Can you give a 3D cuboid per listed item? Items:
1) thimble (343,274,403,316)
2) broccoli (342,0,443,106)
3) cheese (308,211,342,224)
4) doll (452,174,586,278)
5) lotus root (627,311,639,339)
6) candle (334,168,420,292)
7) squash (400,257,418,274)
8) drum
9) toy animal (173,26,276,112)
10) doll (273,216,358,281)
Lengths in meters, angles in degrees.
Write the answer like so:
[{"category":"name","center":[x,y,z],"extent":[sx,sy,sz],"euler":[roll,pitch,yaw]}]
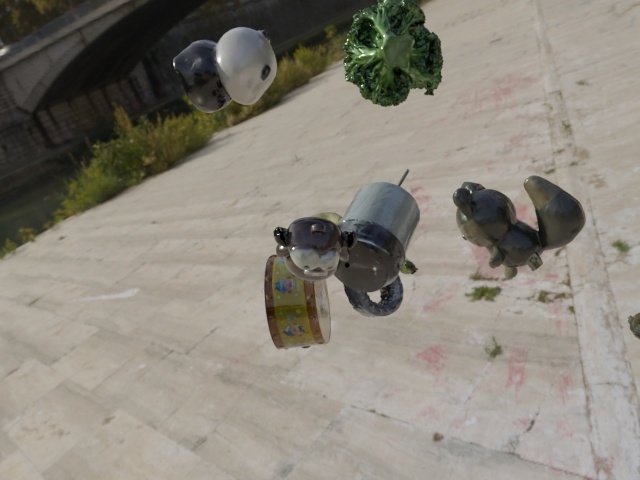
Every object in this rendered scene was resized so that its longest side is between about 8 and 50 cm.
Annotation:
[{"category":"thimble","center":[0.208,0.201,2.086],"extent":[0.205,0.236,0.172],"euler":[-56,13,-21]},{"category":"broccoli","center":[0.184,-0.479,1.300],"extent":[0.261,0.269,0.242],"euler":[5,21,6]},{"category":"cheese","center":[0.000,0.000,1.697],"extent":[0.213,0.117,0.226],"euler":[-26,29,-13]},{"category":"doll","center":[0.654,-0.096,1.761],"extent":[0.378,0.382,0.252],"euler":[-40,5,24]},{"category":"lotus root","center":[1.026,0.266,1.574],"extent":[0.144,0.070,0.143],"euler":[-41,-2,-43]},{"category":"candle","center":[0.165,-0.033,1.479],"extent":[0.221,0.221,0.343],"euler":[-6,38,37]},{"category":"squash","center":[0.267,0.079,1.598],"extent":[0.052,0.052,0.183],"euler":[-24,5,-1]},{"category":"drum","center":[-0.092,0.251,2.207],"extent":[0.214,0.432,0.431],"euler":[-7,24,8]},{"category":"toy animal","center":[-0.225,-0.432,1.290],"extent":[0.235,0.187,0.165],"euler":[-11,-11,15]},{"category":"doll","center":[-0.019,0.024,1.149],"extent":[0.181,0.118,0.257],"euler":[2,-16,-7]}]
